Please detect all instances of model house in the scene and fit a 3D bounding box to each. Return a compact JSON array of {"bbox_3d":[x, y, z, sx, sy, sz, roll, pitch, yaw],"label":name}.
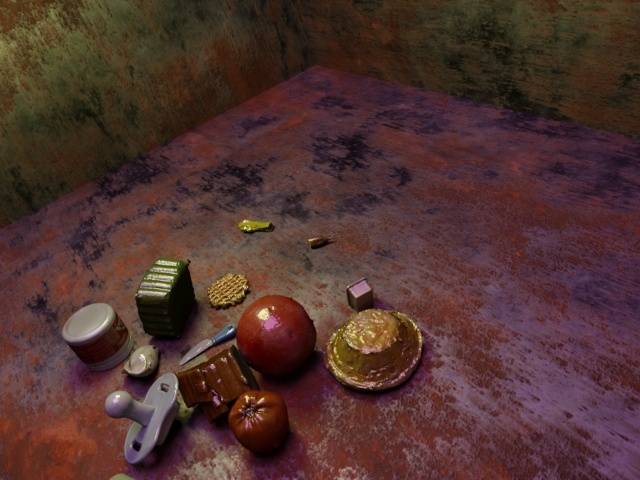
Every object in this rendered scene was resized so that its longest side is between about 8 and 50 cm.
[{"bbox_3d":[-0.340,0.473,1.642,0.229,0.219,0.199,-28,80,-4],"label":"model house"}]

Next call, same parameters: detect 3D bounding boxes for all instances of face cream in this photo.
[{"bbox_3d":[-0.853,0.369,1.937,0.201,0.187,0.201,-11,38,8],"label":"face cream"}]

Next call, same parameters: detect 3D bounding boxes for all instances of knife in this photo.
[{"bbox_3d":[-0.423,0.389,1.887,0.244,0.032,0.058,-30,41,-10],"label":"knife"}]

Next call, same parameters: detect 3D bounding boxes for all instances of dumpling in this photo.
[{"bbox_3d":[-0.668,0.449,1.840,0.134,0.100,0.169,-19,37,3],"label":"dumpling"}]

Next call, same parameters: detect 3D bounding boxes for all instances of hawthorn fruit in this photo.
[{"bbox_3d":[-0.175,0.532,1.486,0.189,0.189,0.189,-11,38,8],"label":"hawthorn fruit"}]

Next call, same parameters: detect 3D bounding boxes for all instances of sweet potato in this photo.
[{"bbox_3d":[0.000,0.000,2.185,0.117,0.049,0.049,-12,38,7],"label":"sweet potato"}]

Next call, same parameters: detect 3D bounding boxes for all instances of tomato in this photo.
[{"bbox_3d":[-0.154,0.317,1.666,0.264,0.265,0.265,-11,38,8],"label":"tomato"}]

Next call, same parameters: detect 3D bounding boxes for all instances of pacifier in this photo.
[{"bbox_3d":[-0.572,0.534,1.580,0.238,0.226,0.287,0,57,50],"label":"pacifier"}]

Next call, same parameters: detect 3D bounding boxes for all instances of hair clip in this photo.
[{"bbox_3d":[-0.308,-0.071,2.393,0.173,0.046,0.072,-1,37,17],"label":"hair clip"}]

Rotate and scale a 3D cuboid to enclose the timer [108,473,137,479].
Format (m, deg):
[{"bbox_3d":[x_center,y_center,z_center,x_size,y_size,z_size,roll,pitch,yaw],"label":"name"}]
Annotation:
[{"bbox_3d":[-0.412,0.770,1.254,0.315,0.291,0.291,13,42,0],"label":"timer"}]

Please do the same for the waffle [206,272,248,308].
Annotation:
[{"bbox_3d":[-0.381,0.207,2.081,0.191,0.038,0.191,-11,38,9],"label":"waffle"}]

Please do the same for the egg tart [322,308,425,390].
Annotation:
[{"bbox_3d":[0.171,0.330,1.641,0.341,0.132,0.341,-10,37,7],"label":"egg tart"}]

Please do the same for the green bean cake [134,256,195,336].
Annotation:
[{"bbox_3d":[-0.604,0.220,1.965,0.156,0.250,0.247,4,41,6],"label":"green bean cake"}]

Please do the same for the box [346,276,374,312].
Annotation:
[{"bbox_3d":[0.146,0.202,1.824,0.089,0.122,0.062,-27,50,-14],"label":"box"}]
